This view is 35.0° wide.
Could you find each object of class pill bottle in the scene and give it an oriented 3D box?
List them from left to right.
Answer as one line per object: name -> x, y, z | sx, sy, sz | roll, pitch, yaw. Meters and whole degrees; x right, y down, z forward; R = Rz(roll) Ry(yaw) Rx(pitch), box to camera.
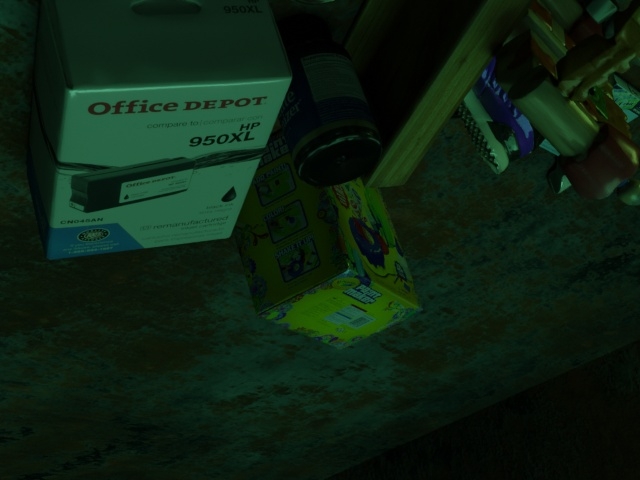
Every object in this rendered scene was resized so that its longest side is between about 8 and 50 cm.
pill bottle -> -0.003, -0.194, 1.378 | 0.122, 0.219, 0.123 | -15, 154, -8

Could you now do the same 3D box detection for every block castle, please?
block castle -> 0.398, -0.258, 1.245 | 0.303, 0.453, 0.213 | -37, 110, 29

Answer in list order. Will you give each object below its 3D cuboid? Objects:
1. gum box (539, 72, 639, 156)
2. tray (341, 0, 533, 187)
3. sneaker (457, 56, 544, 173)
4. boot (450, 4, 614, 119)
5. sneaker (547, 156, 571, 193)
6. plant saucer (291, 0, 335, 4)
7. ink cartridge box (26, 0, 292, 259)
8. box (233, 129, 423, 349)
gum box -> 0.484, -0.225, 1.841 | 0.184, 0.041, 0.157 | -35, 150, 29
tray -> 0.132, -0.267, 1.340 | 0.076, 0.203, 0.411 | -6, 152, -24
sneaker -> 0.252, -0.253, 1.455 | 0.146, 0.102, 0.293 | -28, 113, 1
boot -> 0.321, -0.238, 1.635 | 0.338, 0.118, 0.223 | -16, 160, 6
sneaker -> 0.497, -0.147, 2.002 | 0.061, 0.054, 0.152 | -22, 162, -14
plant saucer -> 0.009, -0.355, 1.289 | 0.168, 0.029, 0.168 | -16, 155, -8
ink cartridge box -> -0.233, -0.152, 1.371 | 0.285, 0.166, 0.395 | -7, 152, -22
box -> 0.000, 0.000, 1.696 | 0.177, 0.279, 0.290 | -28, 154, 19
